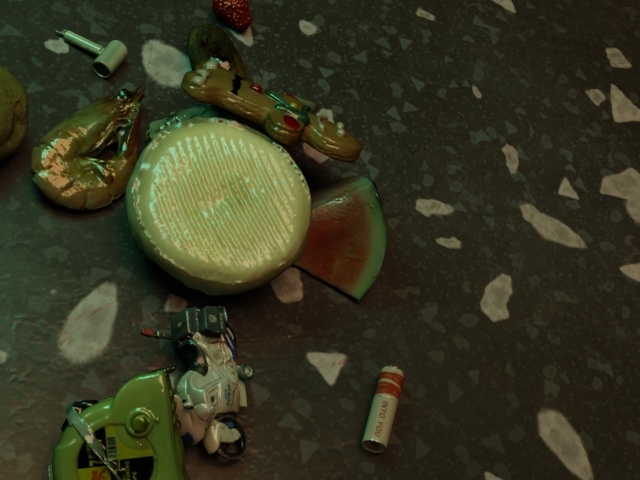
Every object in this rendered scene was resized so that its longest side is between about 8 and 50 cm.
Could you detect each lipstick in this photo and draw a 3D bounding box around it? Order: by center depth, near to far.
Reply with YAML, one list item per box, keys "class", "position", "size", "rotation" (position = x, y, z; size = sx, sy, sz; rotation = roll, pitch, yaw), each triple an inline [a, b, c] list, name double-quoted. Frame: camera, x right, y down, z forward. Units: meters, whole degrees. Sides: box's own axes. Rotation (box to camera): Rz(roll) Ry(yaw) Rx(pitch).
- class: "lipstick"
  position: [0.094, 0.249, 1.469]
  size: [0.038, 0.038, 0.131]
  rotation: [24, 52, -7]

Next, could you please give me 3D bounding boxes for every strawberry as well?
- class: "strawberry"
  position: [-0.155, -0.422, 1.798]
  size: [0.083, 0.073, 0.073]
  rotation: [45, 51, -8]

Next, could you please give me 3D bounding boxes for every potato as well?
- class: "potato"
  position: [-0.530, -0.197, 1.442]
  size: [0.194, 0.157, 0.157]
  rotation: [15, 52, 3]

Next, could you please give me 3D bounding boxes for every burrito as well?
- class: "burrito"
  position: [-0.140, -0.195, 1.649]
  size: [0.309, 0.066, 0.096]
  rotation: [-16, 71, -31]

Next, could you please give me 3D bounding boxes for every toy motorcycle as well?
- class: "toy motorcycle"
  position: [-0.167, 0.190, 1.363]
  size: [0.150, 0.102, 0.221]
  rotation: [17, 53, -39]

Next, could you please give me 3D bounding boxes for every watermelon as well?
- class: "watermelon"
  position: [0.018, 0.000, 1.604]
  size: [0.202, 0.136, 0.207]
  rotation: [-6, 86, 15]

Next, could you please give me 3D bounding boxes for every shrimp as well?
- class: "shrimp"
  position: [-0.339, -0.149, 1.536]
  size: [0.145, 0.061, 0.267]
  rotation: [37, 48, -8]

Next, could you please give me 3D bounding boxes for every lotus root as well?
- class: "lotus root"
  position: [-0.181, -0.312, 1.697]
  size: [0.089, 0.080, 0.179]
  rotation: [-6, 53, -28]

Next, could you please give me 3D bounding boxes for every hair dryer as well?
- class: "hair dryer"
  position: [-0.388, -0.321, 1.648]
  size: [0.124, 0.038, 0.063]
  rotation: [26, 51, 2]

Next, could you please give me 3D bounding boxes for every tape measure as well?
- class: "tape measure"
  position: [-0.245, 0.272, 1.239]
  size: [0.175, 0.106, 0.200]
  rotation: [-12, 89, -5]

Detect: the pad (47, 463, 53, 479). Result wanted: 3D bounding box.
- class: "pad"
  position: [-0.249, 0.397, 1.238]
  size: [0.159, 0.009, 0.265]
  rotation: [-1, 58, -24]

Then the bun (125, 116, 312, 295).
- class: "bun"
  position: [-0.154, -0.041, 1.491]
  size: [0.287, 0.146, 0.287]
  rotation: [5, 64, -9]

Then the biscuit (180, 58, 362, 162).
- class: "biscuit"
  position: [-0.069, -0.208, 1.567]
  size: [0.301, 0.049, 0.197]
  rotation: [26, 23, -9]
